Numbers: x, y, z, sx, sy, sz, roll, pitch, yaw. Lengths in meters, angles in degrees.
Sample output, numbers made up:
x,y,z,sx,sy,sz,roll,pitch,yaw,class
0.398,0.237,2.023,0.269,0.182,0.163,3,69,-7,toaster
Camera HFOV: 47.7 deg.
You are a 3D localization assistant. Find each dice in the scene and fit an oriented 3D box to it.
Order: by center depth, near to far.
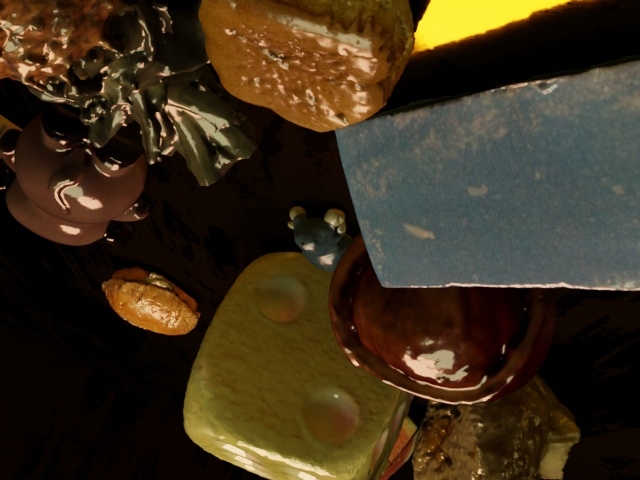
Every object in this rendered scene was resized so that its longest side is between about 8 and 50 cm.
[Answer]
x,y,z,sx,sy,sz,roll,pitch,yaw,class
-0.009,0.177,0.920,0.254,0.250,0.252,17,157,13,dice

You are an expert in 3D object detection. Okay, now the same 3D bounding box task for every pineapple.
x,y,z,sx,sy,sz,roll,pitch,yaw,class
-0.161,-0.145,0.524,0.170,0.141,0.310,-20,146,24,pineapple

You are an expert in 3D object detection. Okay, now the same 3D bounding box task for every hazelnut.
x,y,z,sx,sy,sz,roll,pitch,yaw,class
0.106,0.064,0.665,0.201,0.170,0.161,8,154,8,hazelnut

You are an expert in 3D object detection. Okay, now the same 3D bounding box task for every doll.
x,y,z,sx,sy,sz,roll,pitch,yaw,class
0.000,0.000,0.787,0.076,0.051,0.083,12,157,35,doll
-0.270,-0.070,0.790,0.182,0.117,0.257,29,156,-14,doll

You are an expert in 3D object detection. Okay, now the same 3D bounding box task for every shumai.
x,y,z,sx,sy,sz,roll,pitch,yaw,class
0.242,0.262,0.936,0.218,0.256,0.189,4,-159,-25,shumai

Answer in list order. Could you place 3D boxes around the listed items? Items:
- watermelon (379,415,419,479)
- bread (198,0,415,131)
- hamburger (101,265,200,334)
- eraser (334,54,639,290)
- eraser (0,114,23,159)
x,y,z,sx,sy,sz,roll,pitch,yaw,class
0.042,0.358,1.338,0.318,0.226,0.148,16,132,-12,watermelon
-0.009,-0.133,0.477,0.140,0.069,0.128,18,158,13,bread
-0.286,0.100,1.218,0.176,0.087,0.102,28,158,-6,hamburger
0.143,-0.036,0.485,0.311,0.042,0.144,-2,109,46,eraser
-0.465,-0.155,0.850,0.210,0.068,0.124,39,155,-32,eraser
